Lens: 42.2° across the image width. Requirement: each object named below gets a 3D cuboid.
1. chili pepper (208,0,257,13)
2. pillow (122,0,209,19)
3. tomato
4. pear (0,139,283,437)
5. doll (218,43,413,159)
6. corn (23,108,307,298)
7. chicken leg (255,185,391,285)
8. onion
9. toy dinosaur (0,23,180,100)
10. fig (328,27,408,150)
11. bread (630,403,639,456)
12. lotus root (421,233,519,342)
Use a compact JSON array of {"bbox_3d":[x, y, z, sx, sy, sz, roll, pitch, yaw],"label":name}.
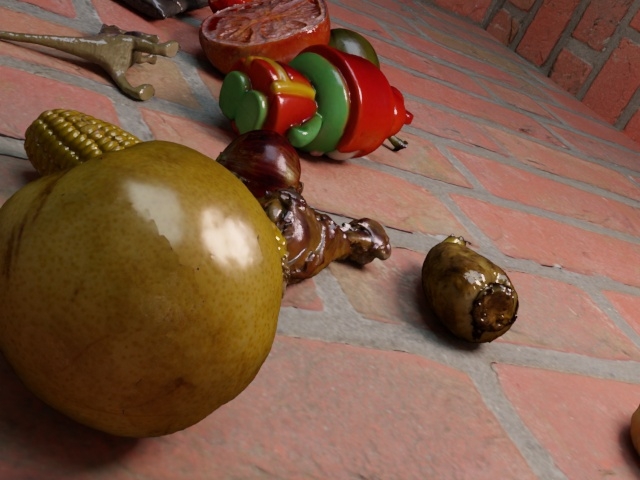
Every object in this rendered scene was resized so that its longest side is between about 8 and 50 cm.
[{"bbox_3d":[-0.123,-0.437,1.632,0.368,0.091,0.137,22,41,-59],"label":"chili pepper"},{"bbox_3d":[-0.321,-0.515,1.594,0.228,0.101,0.326,28,22,3],"label":"pillow"},{"bbox_3d":[-0.087,-0.344,1.433,0.236,0.095,0.237,-7,37,5],"label":"tomato"},{"bbox_3d":[-0.124,0.037,0.589,0.208,0.209,0.209,23,24,-11],"label":"pear"},{"bbox_3d":[0.020,-0.209,1.265,0.363,0.160,0.182,1,34,-46],"label":"doll"},{"bbox_3d":[-0.160,-0.036,0.802,0.305,0.106,0.106,34,25,16],"label":"corn"},{"bbox_3d":[-0.003,0.000,0.935,0.251,0.087,0.107,5,67,-54],"label":"chicken leg"},{"bbox_3d":[-0.070,-0.075,0.976,0.118,0.119,0.117,16,22,-25],"label":"onion"},{"bbox_3d":[-0.315,-0.265,1.168,0.199,0.072,0.251,25,34,20],"label":"toy dinosaur"},{"bbox_3d":[0.057,-0.260,1.504,0.151,0.151,0.259,-1,64,-48],"label":"fig"},{"bbox_3d":[0.468,0.228,0.905,0.244,0.134,0.244,25,21,-11],"label":"bread"},{"bbox_3d":[0.170,0.051,1.002,0.108,0.094,0.191,44,8,-23],"label":"lotus root"}]
